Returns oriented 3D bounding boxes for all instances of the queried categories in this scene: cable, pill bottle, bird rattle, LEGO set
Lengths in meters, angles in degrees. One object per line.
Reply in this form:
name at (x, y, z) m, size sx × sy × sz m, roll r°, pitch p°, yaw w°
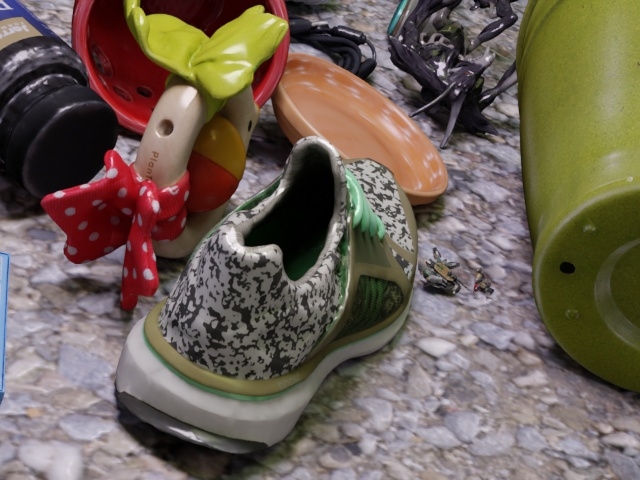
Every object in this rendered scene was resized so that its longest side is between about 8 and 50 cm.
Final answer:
cable at (-0.026, -0.199, 1.680) m, size 0.150 × 0.047 × 0.184 m, roll 30°, pitch 31°, yaw 12°
pill bottle at (-0.265, -0.132, 1.324) m, size 0.219 × 0.123 × 0.123 m, roll 41°, pitch 33°, yaw 28°
bird rattle at (-0.100, -0.061, 1.266) m, size 0.143 × 0.253 × 0.207 m, roll 9°, pitch -12°, yaw 16°
LEGO set at (0.113, 0.034, 1.432) m, size 0.083 × 0.023 × 0.054 m, roll 27°, pitch 29°, yaw -21°

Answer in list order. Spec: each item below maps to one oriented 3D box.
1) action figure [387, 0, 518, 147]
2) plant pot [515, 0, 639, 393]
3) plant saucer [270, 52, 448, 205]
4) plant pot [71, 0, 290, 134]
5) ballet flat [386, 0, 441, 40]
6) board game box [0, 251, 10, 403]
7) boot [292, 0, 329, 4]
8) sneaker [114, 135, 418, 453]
action figure at (0.161, -0.224, 1.721) m, size 0.164 × 0.141 × 0.276 m, roll 35°, pitch 41°, yaw -18°
plant pot at (0.330, -0.057, 1.448) m, size 0.366 × 0.366 × 0.353 m, roll 23°, pitch 41°, yaw -2°
plant saucer at (0.030, -0.098, 1.530) m, size 0.200 × 0.037 × 0.200 m, roll 31°, pitch 26°, yaw -17°
plant pot at (-0.130, -0.207, 1.483) m, size 0.191 × 0.191 × 0.174 m, roll 14°, pitch 23°, yaw -16°
ballet flat at (0.123, -0.277, 1.891) m, size 0.068 × 0.072 × 0.213 m, roll 25°, pitch 29°, yaw -6°
board game box at (-0.315, 0.043, 1.088) m, size 0.211 × 0.039 × 0.160 m, roll 14°, pitch 30°, yaw -18°
boot at (-0.096, -0.352, 1.827) m, size 0.258 × 0.095 × 0.123 m, roll 38°, pitch 26°, yaw 22°
sneaker at (0.000, 0.000, 1.237) m, size 0.158 × 0.182 × 0.410 m, roll 27°, pitch 29°, yaw 7°
